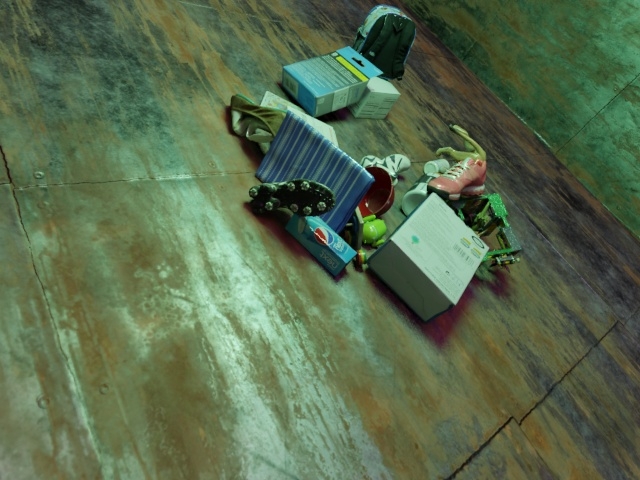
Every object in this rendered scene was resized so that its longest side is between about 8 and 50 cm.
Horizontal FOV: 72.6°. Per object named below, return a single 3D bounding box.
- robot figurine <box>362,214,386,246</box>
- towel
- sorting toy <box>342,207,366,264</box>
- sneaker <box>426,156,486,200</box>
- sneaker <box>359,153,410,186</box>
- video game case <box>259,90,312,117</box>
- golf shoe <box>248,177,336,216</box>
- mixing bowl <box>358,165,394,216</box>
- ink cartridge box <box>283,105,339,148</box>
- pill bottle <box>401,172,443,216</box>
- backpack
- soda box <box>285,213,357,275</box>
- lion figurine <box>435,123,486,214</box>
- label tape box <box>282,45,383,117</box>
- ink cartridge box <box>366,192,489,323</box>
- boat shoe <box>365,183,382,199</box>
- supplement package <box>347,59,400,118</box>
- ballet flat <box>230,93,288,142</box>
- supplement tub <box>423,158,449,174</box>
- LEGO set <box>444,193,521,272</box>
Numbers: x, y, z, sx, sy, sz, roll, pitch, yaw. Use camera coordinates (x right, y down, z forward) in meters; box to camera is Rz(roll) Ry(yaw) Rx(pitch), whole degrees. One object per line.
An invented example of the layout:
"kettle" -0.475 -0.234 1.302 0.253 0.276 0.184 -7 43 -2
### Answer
"robot figurine" 0.169 -0.031 1.419 0.115 0.067 0.101 -28 103 -47
"towel" -0.027 -0.187 1.289 0.336 0.243 0.040 40 31 11
"sorting toy" 0.089 -0.061 1.355 0.046 0.132 0.274 -8 50 -8
"sneaker" 0.483 -0.228 1.538 0.314 0.136 0.116 -14 33 -41
"sneaker" 0.272 -0.249 1.671 0.235 0.094 0.153 -2 55 -35
"video game case" -0.133 -0.457 1.638 0.206 0.026 0.227 24 43 -14
"golf shoe" -0.070 -0.133 1.241 0.272 0.105 0.120 6 20 27
"mixing bowl" 0.182 -0.149 1.482 0.098 0.181 0.181 29 34 -50
"ink cartridge box" -0.045 -0.347 1.509 0.212 0.093 0.154 13 54 -37
"pill bottle" 0.410 -0.180 1.672 0.130 0.130 0.246 40 41 4
"backpack" 0.278 -0.871 1.898 0.276 0.263 0.213 5 49 -28
"soda box" 0.000 0.000 1.273 0.210 0.071 0.067 43 41 7
"lion figurine" 0.573 -0.266 1.725 0.240 0.392 0.142 37 71 25
"label tape box" 0.048 -0.651 1.777 0.333 0.106 0.241 -27 60 -23
"ink cartridge box" 0.363 0.030 1.395 0.270 0.151 0.395 46 49 3
"boat shoe" 0.138 -0.225 1.574 0.219 0.078 0.070 44 22 -7
"supplement package" 0.196 -0.701 1.996 0.204 0.145 0.262 -12 60 -40
"ballet flat" -0.214 -0.389 1.430 0.342 0.124 0.116 31 -7 35
"supplement tub" 0.509 -0.317 1.911 0.107 0.071 0.071 -20 65 -44
"LEGO set" 0.586 -0.014 1.643 0.255 0.192 0.331 -16 65 -14
